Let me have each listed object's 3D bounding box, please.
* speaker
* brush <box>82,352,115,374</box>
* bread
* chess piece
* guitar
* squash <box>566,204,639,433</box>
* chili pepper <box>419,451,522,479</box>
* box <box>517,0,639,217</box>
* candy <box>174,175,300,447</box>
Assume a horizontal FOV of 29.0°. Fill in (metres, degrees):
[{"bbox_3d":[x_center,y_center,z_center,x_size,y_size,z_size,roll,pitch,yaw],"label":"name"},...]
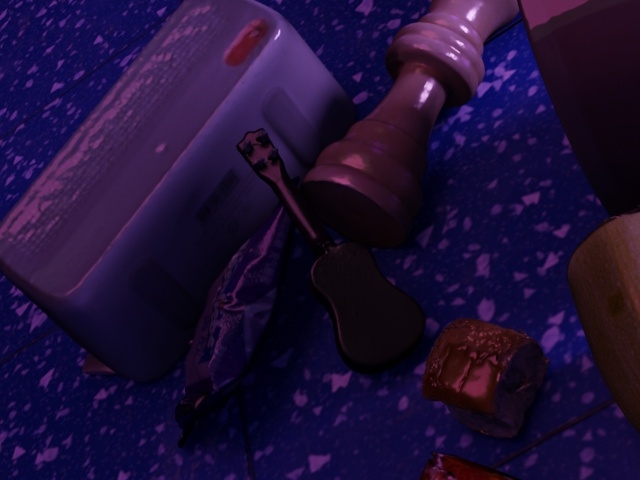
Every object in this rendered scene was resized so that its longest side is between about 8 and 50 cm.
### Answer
[{"bbox_3d":[-0.154,-0.066,1.325,0.183,0.184,0.406,30,78,35],"label":"speaker"},{"bbox_3d":[-0.205,0.010,1.449,0.060,0.050,0.321,-3,54,37],"label":"brush"},{"bbox_3d":[0.135,0.111,1.009,0.070,0.077,0.083,3,57,48],"label":"bread"},{"bbox_3d":[0.118,-0.182,1.276,0.117,0.117,0.397,4,57,45],"label":"chess piece"},{"bbox_3d":[0.000,-0.001,1.147,0.084,0.038,0.271,-31,73,-9],"label":"guitar"},{"bbox_3d":[0.255,0.080,0.896,0.123,0.123,0.186,-28,45,21],"label":"squash"},{"bbox_3d":[0.094,0.287,0.878,0.144,0.136,0.252,26,83,5],"label":"chili pepper"},{"bbox_3d":[0.290,-0.188,0.993,0.216,0.301,0.301,-20,43,18],"label":"box"},{"bbox_3d":[-0.079,0.069,1.217,0.145,0.070,0.275,130,165,-69],"label":"candy"}]
